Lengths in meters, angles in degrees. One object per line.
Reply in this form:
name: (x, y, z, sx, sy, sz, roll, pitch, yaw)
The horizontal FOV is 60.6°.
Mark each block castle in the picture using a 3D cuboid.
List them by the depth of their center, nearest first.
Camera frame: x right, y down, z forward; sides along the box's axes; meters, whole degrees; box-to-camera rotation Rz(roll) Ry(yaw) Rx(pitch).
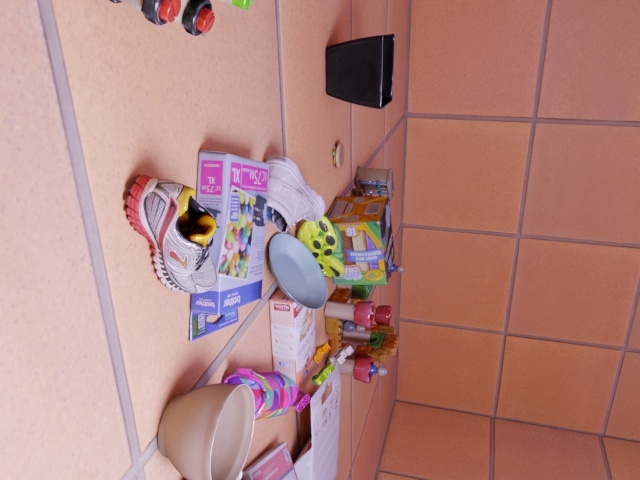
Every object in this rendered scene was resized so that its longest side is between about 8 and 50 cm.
block castle: (0.171, 0.263, 1.927, 0.453, 0.212, 0.303, -53, 145, -63)

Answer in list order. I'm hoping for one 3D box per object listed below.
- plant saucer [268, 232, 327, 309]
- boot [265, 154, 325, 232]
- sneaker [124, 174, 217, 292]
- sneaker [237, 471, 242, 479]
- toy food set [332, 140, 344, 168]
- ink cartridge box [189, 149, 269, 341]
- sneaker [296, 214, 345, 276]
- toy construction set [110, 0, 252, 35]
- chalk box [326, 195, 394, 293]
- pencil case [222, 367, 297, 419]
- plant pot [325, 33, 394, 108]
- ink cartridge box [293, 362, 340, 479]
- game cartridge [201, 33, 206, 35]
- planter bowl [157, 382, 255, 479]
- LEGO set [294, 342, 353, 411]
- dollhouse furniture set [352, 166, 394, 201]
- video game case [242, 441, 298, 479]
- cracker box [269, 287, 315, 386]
plant saucer: (-0.060, 0.076, 1.241, 0.195, 0.037, 0.195, 42, 29, -30)
boot: (-0.070, -0.071, 1.206, 0.258, 0.095, 0.124, 48, 55, -58)
sneaker: (-0.188, 0.005, 0.770, 0.225, 0.092, 0.088, 76, 25, -52)
sneaker: (-0.165, 0.446, 0.910, 0.290, 0.123, 0.106, -57, 173, -52)
toy food set: (0.056, -0.264, 1.690, 0.083, 0.020, 0.083, -68, 157, -45)
ink cartridge box: (-0.154, 0.010, 0.959, 0.185, 0.065, 0.312, -9, 105, -74)
sneaker: (0.000, 0.000, 1.467, 0.296, 0.109, 0.124, 71, 13, -62)
toy construction set: (-0.161, -0.363, 0.631, 0.215, 0.151, 0.327, -63, 162, 17)
chalk box: (0.129, 0.026, 1.717, 0.180, 0.179, 0.289, -63, 149, -56)
pencil case: (-0.121, 0.312, 1.113, 0.236, 0.104, 0.105, 51, 47, -71)
plant pot: (0.109, -0.477, 1.538, 0.187, 0.166, 0.188, -51, 143, -63)
ink cartridge box: (-0.022, 0.580, 1.595, 0.308, 0.091, 0.386, -25, 116, -72)
game cartridge: (-0.185, -0.346, 0.803, 0.083, 0.017, 0.056, 29, 64, -73)
planter bowl: (-0.183, 0.299, 0.857, 0.162, 0.109, 0.162, 5, 90, -74)
LEGO set: (-0.027, 0.342, 1.475, 0.227, 0.093, 0.087, -42, 104, -30)
dollhouse furniture set: (0.190, -0.156, 2.004, 0.129, 0.129, 0.184, 71, 27, -56)
video game case: (-0.082, 0.629, 1.243, 0.204, 0.025, 0.285, 4, 66, -70)
cracker box: (-0.063, 0.214, 1.337, 0.156, 0.067, 0.233, -53, 144, -62)
